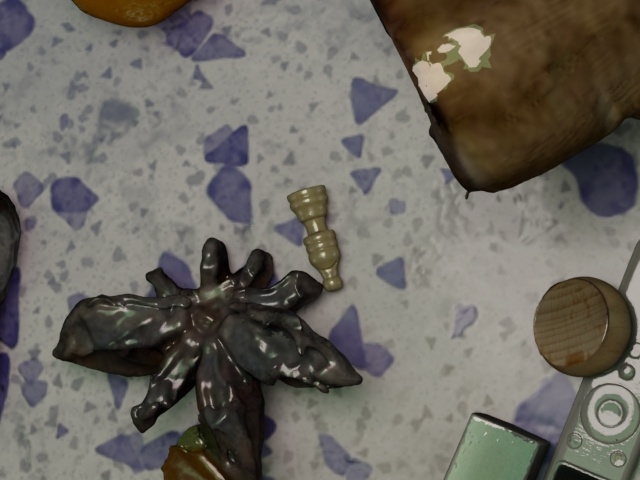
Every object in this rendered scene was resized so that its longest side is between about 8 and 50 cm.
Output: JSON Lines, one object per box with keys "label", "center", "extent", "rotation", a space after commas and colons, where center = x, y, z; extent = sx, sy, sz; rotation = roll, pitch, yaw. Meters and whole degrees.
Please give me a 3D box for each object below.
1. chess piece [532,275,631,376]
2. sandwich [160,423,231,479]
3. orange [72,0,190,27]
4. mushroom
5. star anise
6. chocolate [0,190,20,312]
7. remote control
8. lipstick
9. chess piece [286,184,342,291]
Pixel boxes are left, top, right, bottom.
{"label": "chess piece", "center": [0.215, 0.071, 1.457], "extent": [0.084, 0.038, 0.083], "rotation": [-15, 66, 37]}
{"label": "sandwich", "center": [-0.099, 0.316, 1.530], "extent": [0.212, 0.063, 0.245], "rotation": [-46, 74, 8]}
{"label": "orange", "center": [-0.180, -0.319, 1.556], "extent": [0.249, 0.183, 0.249], "rotation": [-1, 86, 18]}
{"label": "mushroom", "center": [0.235, -0.219, 1.361], "extent": [0.397, 0.313, 0.224], "rotation": [-25, 98, 7]}
{"label": "star anise", "center": [-0.088, 0.089, 1.515], "extent": [0.257, 0.110, 0.198], "rotation": [36, 81, 32]}
{"label": "chocolate", "center": [-0.336, 0.066, 1.607], "extent": [0.110, 0.110, 0.248], "rotation": [10, 90, 18]}
{"label": "remote control", "center": [0.247, 0.125, 1.460], "extent": [0.067, 0.029, 0.261], "rotation": [22, 91, 19]}
{"label": "lipstick", "center": [0.099, 0.301, 1.469], "extent": [0.068, 0.066, 0.317], "rotation": [23, 91, 18]}
{"label": "chess piece", "center": [0.000, 0.000, 1.549], "extent": [0.035, 0.035, 0.092], "rotation": [-18, 83, 15]}
